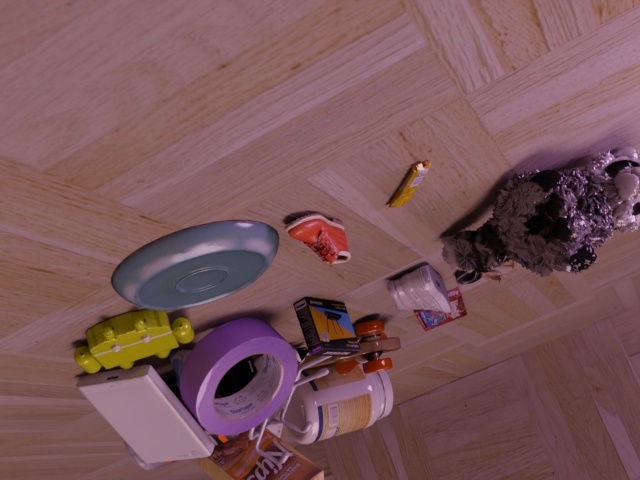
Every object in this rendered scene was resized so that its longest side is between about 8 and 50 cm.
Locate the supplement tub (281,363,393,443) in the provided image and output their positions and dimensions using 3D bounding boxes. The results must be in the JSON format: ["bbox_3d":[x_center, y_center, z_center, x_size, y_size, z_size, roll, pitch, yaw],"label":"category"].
[{"bbox_3d":[0.050,0.505,2.594,0.316,0.229,0.228,-8,156,-28],"label":"supplement tub"}]

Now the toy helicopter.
[{"bbox_3d":[0.063,0.331,2.371,0.354,0.140,0.235,-15,171,17],"label":"toy helicopter"}]

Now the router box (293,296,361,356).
[{"bbox_3d":[0.018,0.211,1.965,0.046,0.133,0.178,-29,158,26],"label":"router box"}]

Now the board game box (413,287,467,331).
[{"bbox_3d":[0.359,0.209,2.422,0.145,0.027,0.281,-24,159,6],"label":"board game box"}]

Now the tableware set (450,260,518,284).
[{"bbox_3d":[0.396,0.061,1.988,0.168,0.020,0.141,13,157,3],"label":"tableware set"}]

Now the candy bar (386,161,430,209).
[{"bbox_3d":[0.161,-0.097,1.486,0.040,0.018,0.161,-16,159,-21],"label":"candy bar"}]

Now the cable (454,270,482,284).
[{"bbox_3d":[0.415,0.062,2.041,0.139,0.072,0.287,0,152,-31],"label":"cable"}]

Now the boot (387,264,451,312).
[{"bbox_3d":[0.251,0.136,2.074,0.123,0.095,0.258,-19,152,15],"label":"boot"}]

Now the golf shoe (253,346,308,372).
[{"bbox_3d":[-0.110,0.327,2.231,0.094,0.077,0.198,-38,166,31],"label":"golf shoe"}]

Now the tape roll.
[{"bbox_3d":[-0.191,0.322,1.918,0.274,0.090,0.275,-21,130,-28],"label":"tape roll"}]

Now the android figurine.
[{"bbox_3d":[-0.391,0.212,1.710,0.248,0.056,0.273,-16,161,-10],"label":"android figurine"}]

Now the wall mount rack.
[{"bbox_3d":[-0.055,0.409,2.146,0.304,0.130,0.350,-69,168,17],"label":"wall mount rack"}]

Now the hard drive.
[{"bbox_3d":[-0.412,0.419,1.933,0.202,0.040,0.308,-12,127,22],"label":"hard drive"}]

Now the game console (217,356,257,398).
[{"bbox_3d":[-0.227,0.339,2.077,0.107,0.122,0.071,-3,156,-39],"label":"game console"}]

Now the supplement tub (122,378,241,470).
[{"bbox_3d":[-0.344,0.462,2.160,0.337,0.207,0.207,-22,159,2],"label":"supplement tub"}]

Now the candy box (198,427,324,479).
[{"bbox_3d":[-0.163,0.613,2.183,0.182,0.316,0.088,-30,131,-36],"label":"candy box"}]

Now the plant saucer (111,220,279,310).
[{"bbox_3d":[-0.221,0.058,1.494,0.317,0.044,0.318,-18,159,-7],"label":"plant saucer"}]

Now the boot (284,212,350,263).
[{"bbox_3d":[0.000,0.000,1.492,0.059,0.085,0.157,-31,155,32],"label":"boot"}]

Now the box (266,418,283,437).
[{"bbox_3d":[-0.303,0.542,2.425,0.232,0.059,0.322,17,-173,41],"label":"box"}]

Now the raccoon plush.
[{"bbox_3d":[0.489,-0.076,1.722,0.299,0.216,0.446,-23,-166,-33],"label":"raccoon plush"}]

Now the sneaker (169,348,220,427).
[{"bbox_3d":[-0.306,0.360,1.989,0.086,0.237,0.085,11,-143,32],"label":"sneaker"}]
